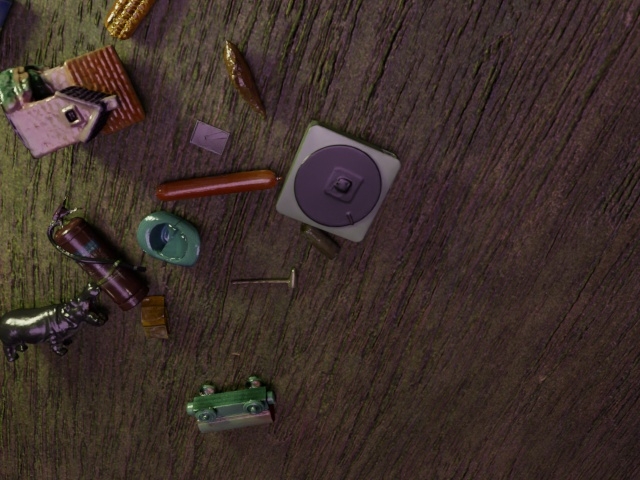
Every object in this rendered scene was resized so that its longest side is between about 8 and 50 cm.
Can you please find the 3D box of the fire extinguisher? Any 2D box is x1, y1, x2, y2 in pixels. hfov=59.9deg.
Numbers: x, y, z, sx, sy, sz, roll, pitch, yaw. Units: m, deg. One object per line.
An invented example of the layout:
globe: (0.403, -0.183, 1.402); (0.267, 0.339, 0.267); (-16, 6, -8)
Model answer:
fire extinguisher: (-0.606, 0.035, 1.516); (0.141, 0.105, 0.341); (-37, 113, -5)

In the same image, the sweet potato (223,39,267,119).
sweet potato: (-0.187, -0.385, 1.350); (0.059, 0.068, 0.206); (-12, 125, 30)

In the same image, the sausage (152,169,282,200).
sausage: (-0.273, -0.146, 1.467); (0.347, 0.053, 0.053); (-7, 116, 1)

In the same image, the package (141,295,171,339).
package: (-0.489, 0.230, 1.643); (0.070, 0.047, 0.131); (0, 118, 1)

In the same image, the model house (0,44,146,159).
model house: (-0.559, -0.329, 1.271); (0.237, 0.237, 0.203); (-18, 109, 1)

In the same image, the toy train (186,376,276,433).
toy train: (-0.276, 0.541, 1.780); (0.285, 0.116, 0.177); (-10, 129, 1)

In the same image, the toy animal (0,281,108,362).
toy animal: (-0.751, 0.237, 1.606); (0.342, 0.106, 0.169); (-21, 108, 0)

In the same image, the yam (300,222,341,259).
yam: (0.000, 0.000, 1.551); (0.054, 0.054, 0.132); (-42, 113, 16)

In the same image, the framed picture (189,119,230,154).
framed picture: (-0.286, -0.265, 1.434); (0.089, 0.007, 0.066); (20, 113, -12)

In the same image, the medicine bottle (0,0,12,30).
medicine bottle: (-0.785, -0.466, 1.284); (0.059, 0.059, 0.231); (32, 110, -17)

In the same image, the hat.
hat: (-0.403, -0.002, 1.523); (0.190, 0.078, 0.138); (24, 105, 7)

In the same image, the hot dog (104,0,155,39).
hot dog: (-0.433, -0.535, 1.274); (0.071, 0.045, 0.165); (37, 108, -20)

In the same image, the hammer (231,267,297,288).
hammer: (-0.164, 0.110, 1.614); (0.195, 0.028, 0.060); (-1, 111, -1)

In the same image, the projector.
projector: (0.043, -0.152, 1.464); (0.257, 0.079, 0.259); (21, 113, -12)
